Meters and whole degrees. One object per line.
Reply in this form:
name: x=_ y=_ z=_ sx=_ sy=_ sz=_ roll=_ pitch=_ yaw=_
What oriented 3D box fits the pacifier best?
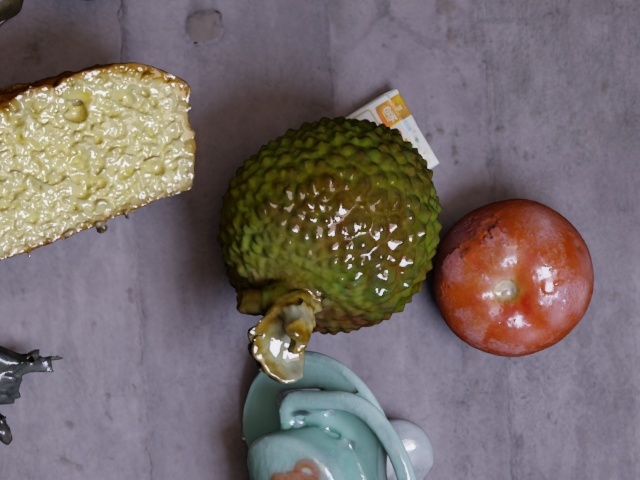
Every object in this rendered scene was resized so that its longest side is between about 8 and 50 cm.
pacifier: x=0.050 y=0.291 z=1.590 sx=0.269 sy=0.288 sz=0.343 roll=-17 pitch=97 yaw=-45

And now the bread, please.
bread: x=-0.316 y=-0.092 z=1.503 sx=0.340 sy=0.179 sz=0.194 roll=-22 pitch=96 yaw=-21

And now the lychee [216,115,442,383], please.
lychee: x=0.005 y=-0.008 z=1.534 sx=0.320 sy=0.270 sz=0.269 roll=-29 pitch=97 yaw=-38

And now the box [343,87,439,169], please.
box: x=0.039 y=-0.099 z=1.699 sx=0.220 sy=0.032 sz=0.122 roll=-32 pitch=96 yaw=-16

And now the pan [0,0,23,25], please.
pan: x=-0.398 y=-0.292 z=1.553 sx=0.128 sy=0.048 sz=0.202 roll=-34 pitch=98 yaw=-18

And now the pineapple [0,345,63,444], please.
pineapple: x=-0.458 y=0.203 z=1.438 sx=0.357 sy=0.223 sz=0.223 roll=-42 pitch=101 yaw=-35

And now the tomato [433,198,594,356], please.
tomato: x=0.252 y=0.048 z=1.682 sx=0.208 sy=0.184 sz=0.208 roll=3 pitch=100 yaw=14
